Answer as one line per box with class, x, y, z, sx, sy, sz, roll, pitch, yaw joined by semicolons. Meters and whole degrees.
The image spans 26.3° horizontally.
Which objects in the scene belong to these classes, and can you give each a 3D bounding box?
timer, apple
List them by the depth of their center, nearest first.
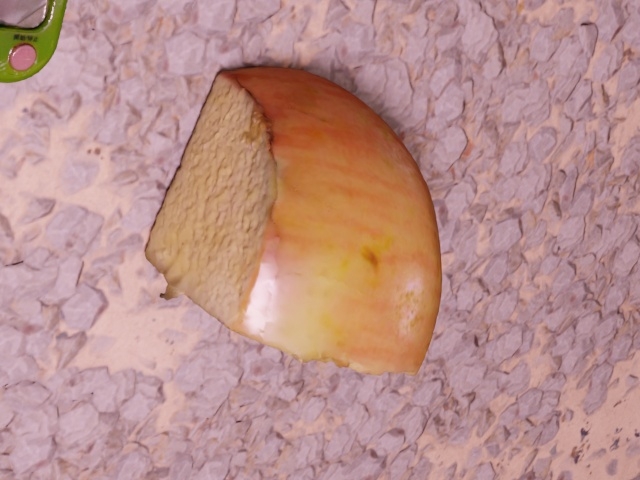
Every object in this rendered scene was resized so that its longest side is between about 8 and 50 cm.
timer;-0.275;-0.193;1.113;0.140;0.047;0.128;-2;118;-40
apple;0.000;0.000;1.378;0.309;0.314;0.252;14;149;-39
